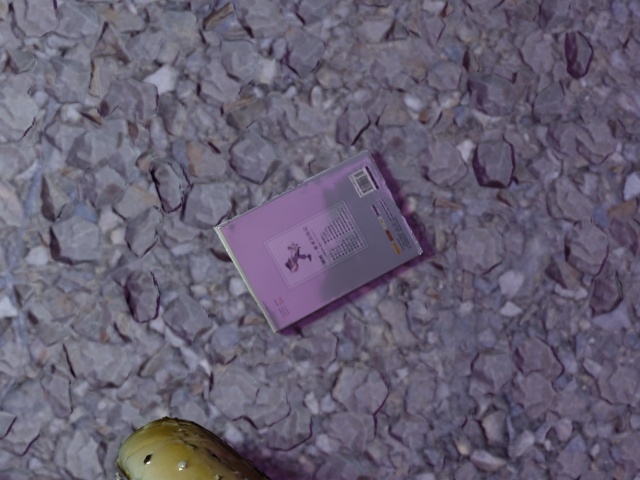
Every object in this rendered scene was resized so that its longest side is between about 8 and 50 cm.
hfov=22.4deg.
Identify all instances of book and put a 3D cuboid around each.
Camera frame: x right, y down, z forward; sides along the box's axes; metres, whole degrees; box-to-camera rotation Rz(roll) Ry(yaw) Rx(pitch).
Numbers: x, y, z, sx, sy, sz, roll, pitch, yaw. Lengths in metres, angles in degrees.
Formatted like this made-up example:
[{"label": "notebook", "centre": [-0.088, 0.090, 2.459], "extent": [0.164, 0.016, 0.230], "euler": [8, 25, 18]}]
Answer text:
[{"label": "book", "centre": [0.000, 0.000, 1.654], "extent": [0.182, 0.014, 0.127], "euler": [-28, 87, -13]}]

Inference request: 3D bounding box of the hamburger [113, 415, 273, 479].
[{"label": "hamburger", "centre": [-0.081, 0.319, 1.468], "extent": [0.318, 0.277, 0.195], "euler": [42, 85, -7]}]
